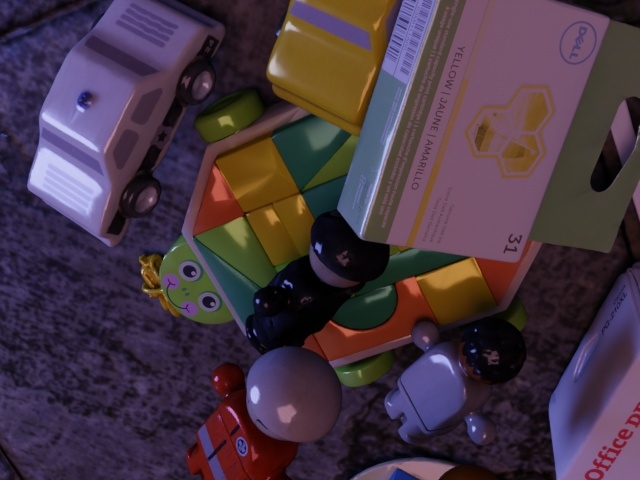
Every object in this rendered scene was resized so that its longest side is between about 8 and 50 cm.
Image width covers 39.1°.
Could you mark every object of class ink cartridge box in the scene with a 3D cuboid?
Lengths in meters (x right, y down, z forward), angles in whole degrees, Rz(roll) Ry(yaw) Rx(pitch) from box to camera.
[{"bbox_3d":[0.327,0.143,0.722,0.237,0.100,0.171,17,124,0],"label":"ink cartridge box"},{"bbox_3d":[0.144,-0.070,0.594,0.235,0.056,0.171,9,110,-23],"label":"ink cartridge box"}]

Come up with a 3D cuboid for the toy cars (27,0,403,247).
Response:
[{"bbox_3d":[-0.063,-0.133,0.616,0.394,0.087,0.176,-22,78,19],"label":"toy cars"}]

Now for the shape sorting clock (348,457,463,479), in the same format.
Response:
[{"bbox_3d":[0.103,0.298,0.879,0.206,0.040,0.206,5,116,10],"label":"shape sorting clock"}]

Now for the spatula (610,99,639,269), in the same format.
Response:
[{"bbox_3d":[0.314,-0.034,0.690,0.168,0.019,0.242,-15,113,22],"label":"spatula"}]

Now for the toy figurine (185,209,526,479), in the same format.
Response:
[{"bbox_3d":[0.036,0.107,0.616,0.210,0.213,0.148,33,131,-7],"label":"toy figurine"}]

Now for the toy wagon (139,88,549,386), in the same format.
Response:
[{"bbox_3d":[0.000,0.000,0.725,0.345,0.068,0.267,-21,112,18],"label":"toy wagon"}]
